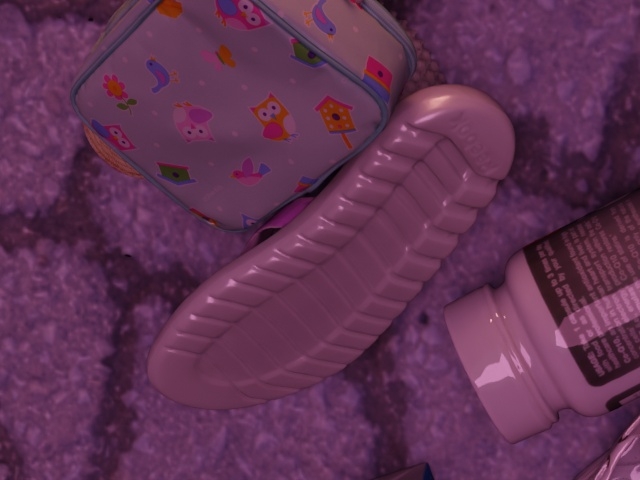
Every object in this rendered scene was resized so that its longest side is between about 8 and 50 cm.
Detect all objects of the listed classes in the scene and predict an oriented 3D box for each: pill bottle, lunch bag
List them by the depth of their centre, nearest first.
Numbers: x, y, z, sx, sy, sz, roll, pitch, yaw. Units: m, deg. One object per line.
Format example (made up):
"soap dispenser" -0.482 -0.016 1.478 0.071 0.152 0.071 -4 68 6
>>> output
"lunch bag" -0.069 -0.141 1.395 0.224 0.108 0.279 40 140 -13
"pill bottle" 0.259 0.051 1.460 0.283 0.161 0.161 -28 92 9

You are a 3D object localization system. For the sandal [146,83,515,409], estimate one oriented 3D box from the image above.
"sandal" 0.011 0.007 1.511 0.169 0.102 0.416 33 118 -33

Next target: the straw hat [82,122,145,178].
"straw hat" -0.156 -0.121 1.544 0.145 0.061 0.144 1 97 7

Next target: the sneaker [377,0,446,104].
"sneaker" -0.016 -0.161 1.510 0.293 0.102 0.146 42 124 -11

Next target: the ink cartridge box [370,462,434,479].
"ink cartridge box" 0.097 0.331 1.526 0.078 0.134 0.231 -20 94 9

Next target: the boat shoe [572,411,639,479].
"boat shoe" 0.318 0.182 1.499 0.098 0.096 0.277 40 99 2
